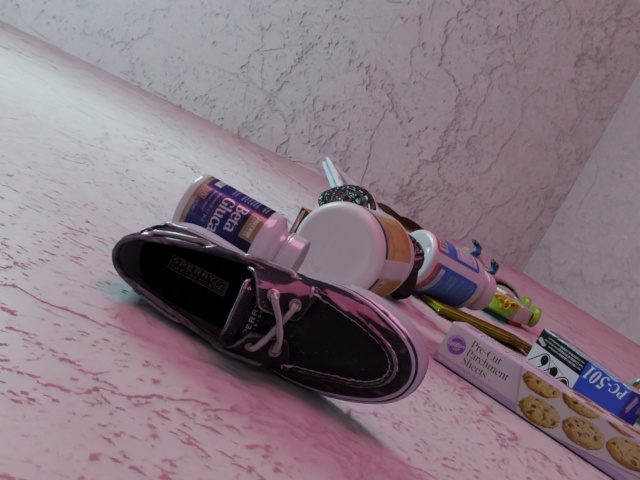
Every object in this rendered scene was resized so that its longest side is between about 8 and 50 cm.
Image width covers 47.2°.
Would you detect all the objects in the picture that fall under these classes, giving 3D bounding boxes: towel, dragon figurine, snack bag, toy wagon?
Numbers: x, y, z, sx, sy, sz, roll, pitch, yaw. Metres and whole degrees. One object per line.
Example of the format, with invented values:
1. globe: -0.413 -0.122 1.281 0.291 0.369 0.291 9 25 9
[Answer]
1. towel: 0.321 0.173 1.502 0.237 0.021 0.102 24 3 -17
2. dragon figurine: 0.432 0.092 2.100 0.289 0.144 0.085 47 6 -3
3. snack bag: 0.151 -0.032 1.712 0.342 0.037 0.323 39 14 -24
4. toy wagon: 0.433 0.140 1.887 0.267 0.068 0.344 28 9 -1

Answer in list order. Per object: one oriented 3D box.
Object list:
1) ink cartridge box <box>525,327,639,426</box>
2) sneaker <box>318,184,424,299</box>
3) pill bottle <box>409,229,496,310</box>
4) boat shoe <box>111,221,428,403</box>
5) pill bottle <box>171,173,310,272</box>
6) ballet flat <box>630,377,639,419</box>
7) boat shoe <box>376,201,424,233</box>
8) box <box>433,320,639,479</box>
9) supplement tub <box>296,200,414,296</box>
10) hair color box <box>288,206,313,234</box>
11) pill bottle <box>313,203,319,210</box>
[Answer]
1. ink cartridge box: 0.404 0.228 1.151 0.046 0.097 0.207 23 9 -29
2. sneaker: 0.083 0.005 1.386 0.109 0.130 0.286 -22 49 -18
3. pill bottle: 0.269 0.073 1.557 0.221 0.124 0.124 28 7 -32
4. boat shoe: -0.050 0.064 0.660 0.301 0.108 0.102 27 8 13
5. pill bottle: -0.102 -0.010 0.971 0.169 0.094 0.094 29 8 7
6. ballet flat: 0.748 0.367 1.441 0.342 0.116 0.124 24 29 -24
7. boat shoe: 0.195 -0.023 2.016 0.109 0.098 0.302 49 16 31
8. box: 0.309 0.221 1.004 0.324 0.067 0.063 33 10 27
9. supplement tub: 0.060 0.020 1.146 0.144 0.144 0.200 32 8 23
10. hair color box: 0.000 0.000 1.321 0.043 0.072 0.141 21 10 -40
11. pill bottle: 0.039 -0.053 1.713 0.087 0.087 0.160 31 9 19
